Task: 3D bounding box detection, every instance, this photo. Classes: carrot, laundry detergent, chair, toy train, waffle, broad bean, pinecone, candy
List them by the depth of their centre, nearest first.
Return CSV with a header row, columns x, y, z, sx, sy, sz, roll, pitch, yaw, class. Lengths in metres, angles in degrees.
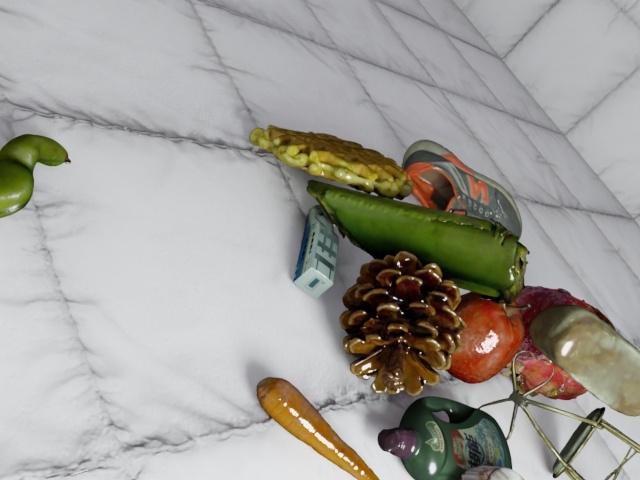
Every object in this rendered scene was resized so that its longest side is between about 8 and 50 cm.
x,y,z,sx,sy,sz,roll,pitch,yaw,class
-0.365,-0.074,0.792,0.070,0.048,0.213,36,29,-12,broad bean
0.004,0.248,0.843,0.216,0.048,0.048,44,31,-9,carrot
0.169,0.286,0.950,0.222,0.078,0.144,22,43,-28,laundry detergent
0.120,0.133,0.985,0.186,0.168,0.212,1,52,8,pinecone
0.443,0.190,1.066,0.234,0.102,0.104,39,4,-19,candy
0.431,0.336,1.112,0.326,0.160,0.170,37,3,20,chair
0.000,0.000,1.120,0.052,0.051,0.234,38,32,-18,toy train
0.028,-0.152,1.243,0.301,0.058,0.281,9,18,-33,waffle

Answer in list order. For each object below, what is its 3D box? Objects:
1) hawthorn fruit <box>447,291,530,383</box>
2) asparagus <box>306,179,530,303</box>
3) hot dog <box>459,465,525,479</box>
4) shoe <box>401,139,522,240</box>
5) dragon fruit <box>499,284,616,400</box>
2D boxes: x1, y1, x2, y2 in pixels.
x,y,z,sx,sy,sz,roll,pitch,yaw,class
0.279,0.140,1.124,0.163,0.203,0.162,31,33,-23,hawthorn fruit
0.145,-0.004,1.093,0.382,0.128,0.108,16,42,22,asparagus
0.248,0.421,0.848,0.144,0.075,0.268,12,57,-35,hot dog
0.317,-0.079,1.514,0.336,0.132,0.171,38,36,-6,shoe
0.411,0.182,1.248,0.147,0.211,0.282,30,4,-34,dragon fruit
